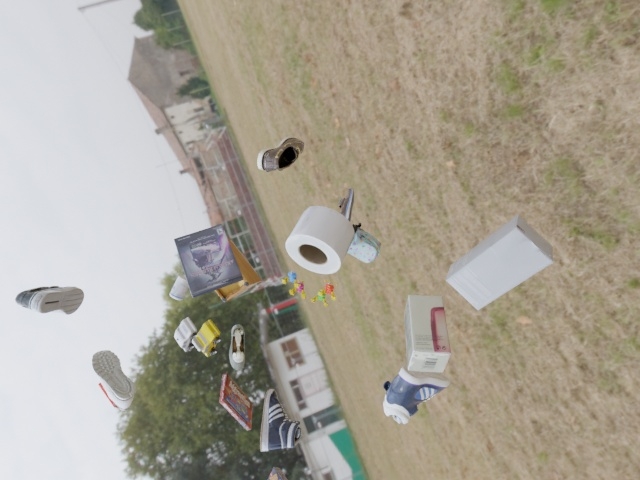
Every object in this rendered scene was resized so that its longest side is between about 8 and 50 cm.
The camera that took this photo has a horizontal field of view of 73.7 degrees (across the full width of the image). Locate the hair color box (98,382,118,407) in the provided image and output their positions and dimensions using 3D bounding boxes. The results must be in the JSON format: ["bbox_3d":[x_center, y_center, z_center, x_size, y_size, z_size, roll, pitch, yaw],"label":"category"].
[{"bbox_3d":[-0.959,0.707,1.976,0.141,0.043,0.072,40,162,22],"label":"hair color box"}]

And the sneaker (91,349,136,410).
[{"bbox_3d":[-0.725,0.482,1.481,0.235,0.090,0.094,43,130,29],"label":"sneaker"}]

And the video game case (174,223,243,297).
[{"bbox_3d":[-0.434,0.071,1.649,0.026,0.196,0.274,93,153,-54],"label":"video game case"}]

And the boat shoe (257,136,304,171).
[{"bbox_3d":[-0.147,-0.372,1.851,0.324,0.097,0.116,-41,-40,-54],"label":"boat shoe"}]

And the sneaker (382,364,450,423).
[{"bbox_3d":[0.386,0.645,1.776,0.323,0.236,0.130,18,-169,-43],"label":"sneaker"}]

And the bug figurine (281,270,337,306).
[{"bbox_3d":[-0.049,0.234,2.120,0.216,0.279,0.072,97,-167,-59],"label":"bug figurine"}]

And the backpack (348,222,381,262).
[{"bbox_3d":[0.196,0.024,2.038,0.151,0.182,0.115,-58,0,37],"label":"backpack"}]

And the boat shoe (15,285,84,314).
[{"bbox_3d":[-1.080,0.227,1.723,0.335,0.119,0.121,107,-178,-80],"label":"boat shoe"}]

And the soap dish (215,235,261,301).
[{"bbox_3d":[-0.477,0.156,2.168,0.290,0.229,0.118,54,-160,-10],"label":"soap dish"}]

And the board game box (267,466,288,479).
[{"bbox_3d":[-0.207,1.173,1.978,0.060,0.194,0.194,50,-175,-48],"label":"board game box"}]

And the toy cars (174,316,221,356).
[{"bbox_3d":[-0.567,0.439,1.904,0.394,0.087,0.176,-7,100,47],"label":"toy cars"}]

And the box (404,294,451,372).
[{"bbox_3d":[0.373,0.328,1.516,0.148,0.127,0.232,88,-174,-48],"label":"box"}]

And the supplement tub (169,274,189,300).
[{"bbox_3d":[-0.684,0.232,2.089,0.071,0.107,0.071,25,180,0],"label":"supplement tub"}]

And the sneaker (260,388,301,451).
[{"bbox_3d":[-0.152,0.713,1.708,0.282,0.153,0.099,-93,1,-64],"label":"sneaker"}]

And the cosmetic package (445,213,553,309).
[{"bbox_3d":[0.457,0.059,1.103,0.127,0.238,0.107,45,-147,0],"label":"cosmetic package"}]

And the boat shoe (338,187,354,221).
[{"bbox_3d":[0.120,-0.173,2.050,0.066,0.066,0.183,68,-149,-62],"label":"boat shoe"}]

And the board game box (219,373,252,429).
[{"bbox_3d":[-0.399,0.776,2.047,0.145,0.027,0.281,-99,-13,-52],"label":"board game box"}]

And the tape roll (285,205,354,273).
[{"bbox_3d":[0.000,0.000,1.766,0.246,0.246,0.169,78,-148,-48],"label":"tape roll"}]

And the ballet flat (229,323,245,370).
[{"bbox_3d":[-0.383,0.496,1.969,0.068,0.072,0.213,161,108,-73],"label":"ballet flat"}]
